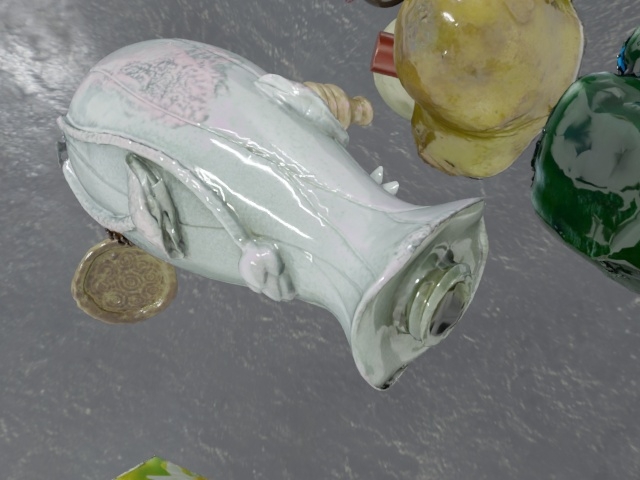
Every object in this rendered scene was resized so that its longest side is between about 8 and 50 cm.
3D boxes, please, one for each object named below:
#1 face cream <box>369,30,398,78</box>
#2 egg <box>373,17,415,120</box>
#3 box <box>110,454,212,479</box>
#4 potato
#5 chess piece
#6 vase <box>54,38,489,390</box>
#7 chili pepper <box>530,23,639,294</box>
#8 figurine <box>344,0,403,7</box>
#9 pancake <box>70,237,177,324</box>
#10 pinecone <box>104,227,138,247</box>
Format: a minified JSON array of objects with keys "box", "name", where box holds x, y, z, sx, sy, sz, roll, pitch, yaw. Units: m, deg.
[{"box":[0.226,-0.404,1.648,0.214,0.096,0.095,12,99,-3],"name":"face cream"},{"box":[0.240,-0.430,1.822,0.219,0.219,0.269,-5,89,-2],"name":"egg"},{"box":[-0.109,0.273,0.554,0.195,0.260,0.111,20,88,10],"name":"box"},{"box":[0.213,-0.282,1.203,0.296,0.397,0.289,-6,65,-37],"name":"potato"},{"box":[-0.013,-0.266,1.491,0.307,0.139,0.124,-3,114,-36],"name":"chess piece"},{"box":[-0.055,-0.042,0.724,0.446,0.250,0.249,32,98,30],"name":"vase"},{"box":[0.305,-0.052,0.514,0.233,0.256,0.248,35,98,-22],"name":"chili pepper"},{"box":[0.156,-0.589,1.535,0.276,0.161,0.158,-31,94,21],"name":"figurine"},{"box":[-0.464,0.100,1.755,0.250,0.031,0.249,-6,117,-12],"name":"pancake"},{"box":[-0.296,-0.032,1.186,0.110,0.102,0.102,-26,100,-3],"name":"pinecone"}]
